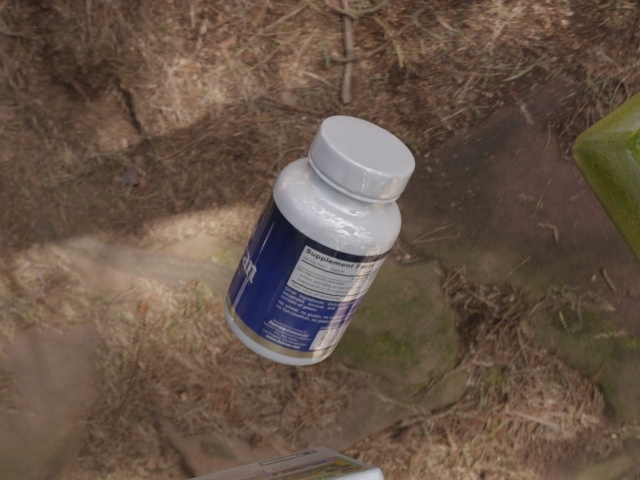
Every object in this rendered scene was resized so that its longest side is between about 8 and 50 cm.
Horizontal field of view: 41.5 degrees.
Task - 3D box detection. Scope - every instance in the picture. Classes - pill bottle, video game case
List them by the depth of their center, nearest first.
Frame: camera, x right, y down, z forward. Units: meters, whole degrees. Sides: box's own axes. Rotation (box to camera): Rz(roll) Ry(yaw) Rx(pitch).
[{"bbox_3d":[0.000,0.000,0.603,0.094,0.094,0.169,33,122,10],"label":"pill bottle"},{"bbox_3d":[-0.073,0.217,0.713,0.212,0.193,0.023,-10,84,-15],"label":"video game case"}]

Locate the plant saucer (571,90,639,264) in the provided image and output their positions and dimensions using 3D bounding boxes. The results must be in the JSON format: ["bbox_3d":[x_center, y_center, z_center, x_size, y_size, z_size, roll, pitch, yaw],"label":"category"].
[{"bbox_3d":[0.201,-0.018,0.287,0.188,0.045,0.188,-38,64,27],"label":"plant saucer"}]
